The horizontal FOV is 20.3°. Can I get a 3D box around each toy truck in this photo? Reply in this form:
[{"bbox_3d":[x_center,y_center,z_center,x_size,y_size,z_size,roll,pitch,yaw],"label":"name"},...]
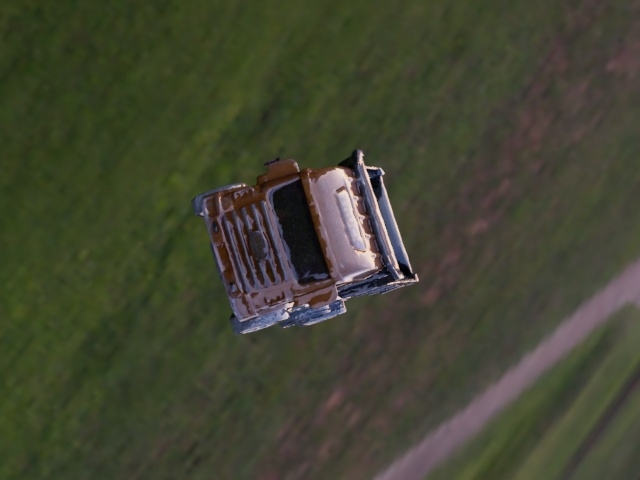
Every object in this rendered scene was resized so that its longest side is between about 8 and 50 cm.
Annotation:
[{"bbox_3d":[0.000,0.000,1.027,0.092,0.083,0.192,-19,175,15],"label":"toy truck"}]
